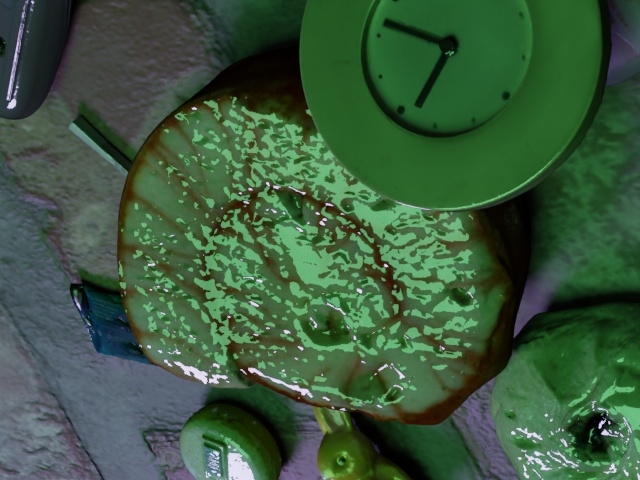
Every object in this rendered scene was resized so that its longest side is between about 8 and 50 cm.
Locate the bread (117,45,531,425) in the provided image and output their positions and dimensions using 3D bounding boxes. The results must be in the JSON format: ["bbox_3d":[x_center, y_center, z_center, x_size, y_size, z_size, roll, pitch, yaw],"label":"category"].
[{"bbox_3d":[0.003,-0.002,1.483,0.328,0.114,0.295,13,120,16],"label":"bread"}]

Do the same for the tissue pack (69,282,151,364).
[{"bbox_3d":[-0.177,0.087,1.786,0.138,0.028,0.085,12,129,33],"label":"tissue pack"}]

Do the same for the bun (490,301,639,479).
[{"bbox_3d":[0.231,0.151,1.478,0.221,0.108,0.221,19,133,23],"label":"bun"}]

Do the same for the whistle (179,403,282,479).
[{"bbox_3d":[-0.089,0.244,1.820,0.104,0.057,0.198,19,131,24],"label":"whistle"}]

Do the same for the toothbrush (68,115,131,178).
[{"bbox_3d":[-0.148,-0.043,1.671,0.194,0.014,0.017,40,137,3],"label":"toothbrush"}]

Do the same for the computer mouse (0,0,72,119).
[{"bbox_3d":[-0.273,-0.202,1.607,0.120,0.057,0.232,32,138,11],"label":"computer mouse"}]

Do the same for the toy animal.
[{"bbox_3d":[0.033,0.209,1.703,0.159,0.070,0.083,54,138,-4],"label":"toy animal"}]

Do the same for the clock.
[{"bbox_3d":[0.093,-0.137,1.321,0.235,0.029,0.234,-1,88,28],"label":"clock"}]

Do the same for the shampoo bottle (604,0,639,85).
[{"bbox_3d":[0.201,-0.150,1.315,0.165,0.040,0.080,-29,98,44],"label":"shampoo bottle"}]
